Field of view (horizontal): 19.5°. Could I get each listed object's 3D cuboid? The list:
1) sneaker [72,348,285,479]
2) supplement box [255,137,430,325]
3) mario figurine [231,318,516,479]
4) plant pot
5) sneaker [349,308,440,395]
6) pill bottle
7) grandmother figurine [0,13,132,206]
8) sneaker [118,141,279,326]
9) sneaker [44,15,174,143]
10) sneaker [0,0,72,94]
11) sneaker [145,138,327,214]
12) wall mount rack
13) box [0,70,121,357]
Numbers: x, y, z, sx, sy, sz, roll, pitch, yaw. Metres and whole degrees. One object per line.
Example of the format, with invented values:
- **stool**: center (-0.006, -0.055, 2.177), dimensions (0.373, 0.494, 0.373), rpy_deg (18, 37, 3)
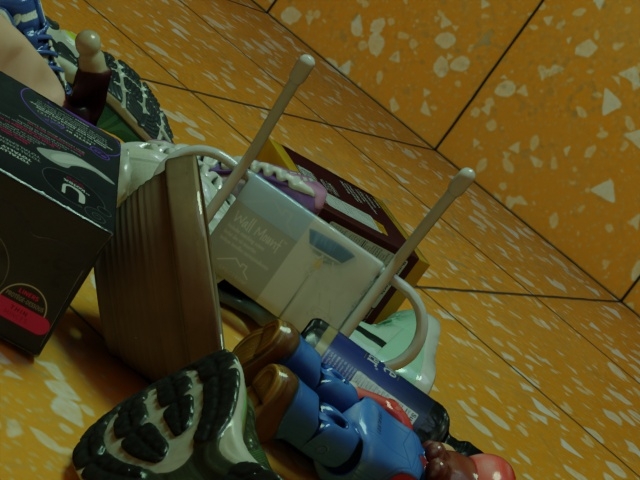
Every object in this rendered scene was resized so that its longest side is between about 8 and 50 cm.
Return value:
- **sneaker**: center (-0.077, 0.233, 1.446), dimensions (0.182, 0.158, 0.410), rpy_deg (64, -2, -26)
- **supplement box**: center (0.000, 0.000, 2.334), dimensions (0.194, 0.129, 0.191), rpy_deg (28, 15, -29)
- **mario figurine**: center (0.035, 0.223, 1.684), dimensions (0.320, 0.198, 0.170), rpy_deg (39, -28, -21)
- **plant pot**: center (-0.152, 0.042, 1.754), dimensions (0.110, 0.237, 0.237), rpy_deg (-7, 19, -2)
- **sneaker**: center (0.055, 0.109, 2.178), dimensions (0.151, 0.094, 0.256), rpy_deg (31, 13, -7)
- **pill bottle**: center (0.048, 0.185, 1.834), dimensions (0.219, 0.123, 0.123), rpy_deg (36, 13, 1)
- **grandmother figurine**: center (-0.298, -0.133, 1.948), dimensions (0.104, 0.208, 0.342), rpy_deg (45, -4, 39)
- **sneaker**: center (-0.135, -0.007, 2.105), dimensions (0.292, 0.110, 0.118), rpy_deg (35, 22, -1)
- **sneaker**: center (-0.298, -0.179, 2.262), dimensions (0.275, 0.110, 0.107), rpy_deg (33, 26, -19)
- **sneaker**: center (-0.347, -0.206, 2.094), dimensions (0.296, 0.131, 0.112), rpy_deg (47, 41, 9)
- **sneaker**: center (-0.106, -0.049, 2.195), dimensions (0.236, 0.104, 0.095), rpy_deg (12, -3, 22)
- **wall mount rack**: center (-0.010, -0.013, 1.974), dimensions (0.350, 0.304, 0.130), rpy_deg (35, 7, 0)
- **box**: center (-0.289, -0.035, 1.717), dimensions (0.165, 0.143, 0.270), rpy_deg (30, 15, -14)
